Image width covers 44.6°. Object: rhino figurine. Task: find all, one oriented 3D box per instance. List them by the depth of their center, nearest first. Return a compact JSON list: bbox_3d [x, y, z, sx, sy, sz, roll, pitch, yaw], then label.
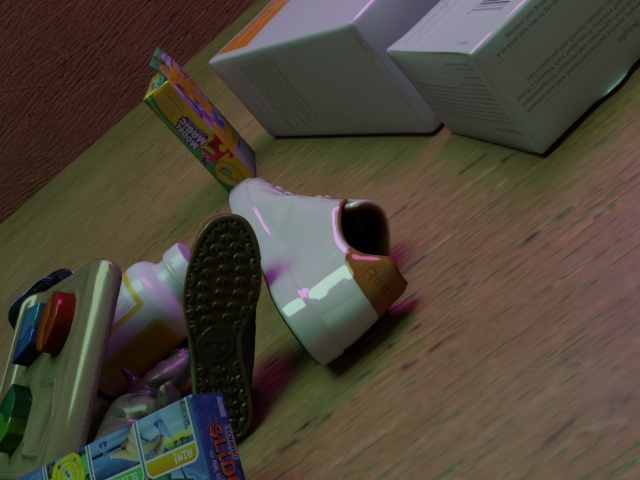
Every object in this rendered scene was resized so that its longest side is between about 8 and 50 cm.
[{"bbox_3d":[-0.160,0.172,0.711,0.106,0.073,0.243,-32,24,18],"label":"rhino figurine"}]

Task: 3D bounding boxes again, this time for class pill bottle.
[{"bbox_3d":[-0.205,0.090,0.882,0.184,0.103,0.103,-41,23,3],"label":"pill bottle"}]

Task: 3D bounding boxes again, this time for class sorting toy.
[{"bbox_3d":[-0.289,0.179,0.772,0.229,0.041,0.307,-19,57,49],"label":"sorting toy"}]

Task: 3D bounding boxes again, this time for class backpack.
[{"bbox_3d":[-0.388,0.107,1.147,0.114,0.105,0.084,-34,2,21],"label":"backpack"}]

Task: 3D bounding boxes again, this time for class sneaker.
[{"bbox_3d":[-0.088,0.069,0.679,0.064,0.192,0.086,0,7,-10],"label":"sneaker"},{"bbox_3d":[0.000,0.000,0.736,0.123,0.106,0.290,-36,33,1],"label":"sneaker"}]

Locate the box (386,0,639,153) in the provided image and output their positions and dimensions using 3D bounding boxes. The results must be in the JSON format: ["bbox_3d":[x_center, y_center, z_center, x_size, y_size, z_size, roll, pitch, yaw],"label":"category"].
[{"bbox_3d":[0.189,-0.191,0.727,0.181,0.119,0.182,-44,23,-4],"label":"box"}]

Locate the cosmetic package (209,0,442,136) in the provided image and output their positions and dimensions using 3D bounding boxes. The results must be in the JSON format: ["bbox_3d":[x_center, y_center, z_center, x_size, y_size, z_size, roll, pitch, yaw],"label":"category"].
[{"bbox_3d":[0.046,-0.271,1.039,0.230,0.161,0.453,-49,25,-14],"label":"cosmetic package"}]

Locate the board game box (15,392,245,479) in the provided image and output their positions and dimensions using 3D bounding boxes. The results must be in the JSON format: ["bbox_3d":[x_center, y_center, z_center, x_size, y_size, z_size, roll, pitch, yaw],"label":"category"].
[{"bbox_3d":[-0.134,0.207,0.557,0.201,0.035,0.136,-28,68,28],"label":"board game box"}]

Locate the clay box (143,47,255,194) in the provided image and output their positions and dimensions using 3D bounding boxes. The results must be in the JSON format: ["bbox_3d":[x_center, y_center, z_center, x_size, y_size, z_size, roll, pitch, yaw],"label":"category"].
[{"bbox_3d":[-0.186,-0.179,1.166,0.053,0.222,0.127,-38,23,11],"label":"clay box"}]
